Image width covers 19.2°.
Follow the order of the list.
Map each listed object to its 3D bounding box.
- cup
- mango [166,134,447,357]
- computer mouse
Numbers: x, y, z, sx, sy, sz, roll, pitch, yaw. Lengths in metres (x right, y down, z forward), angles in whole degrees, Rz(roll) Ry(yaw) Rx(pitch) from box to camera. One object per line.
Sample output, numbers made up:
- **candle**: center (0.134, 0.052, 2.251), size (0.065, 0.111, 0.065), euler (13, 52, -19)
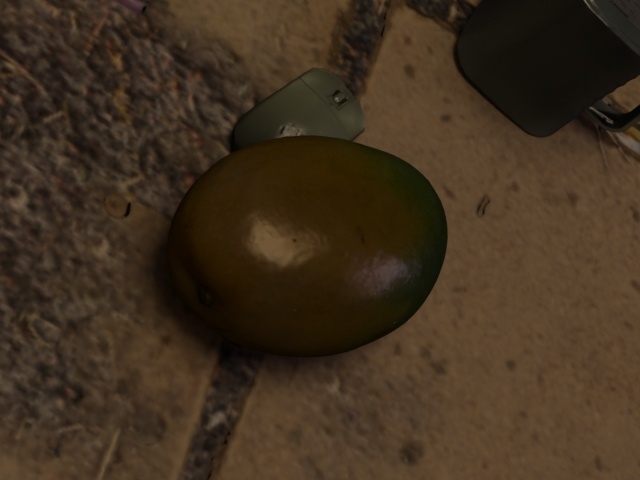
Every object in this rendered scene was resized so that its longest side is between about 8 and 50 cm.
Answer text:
- **cup**: center (0.177, -0.128, 1.242), size (0.128, 0.129, 0.095), euler (42, 56, -12)
- **mango**: center (0.000, 0.000, 1.078), size (0.194, 0.092, 0.130), euler (-24, 82, -48)
- **computer mouse**: center (-0.006, -0.072, 1.145), size (0.056, 0.032, 0.110), euler (51, 49, -2)
